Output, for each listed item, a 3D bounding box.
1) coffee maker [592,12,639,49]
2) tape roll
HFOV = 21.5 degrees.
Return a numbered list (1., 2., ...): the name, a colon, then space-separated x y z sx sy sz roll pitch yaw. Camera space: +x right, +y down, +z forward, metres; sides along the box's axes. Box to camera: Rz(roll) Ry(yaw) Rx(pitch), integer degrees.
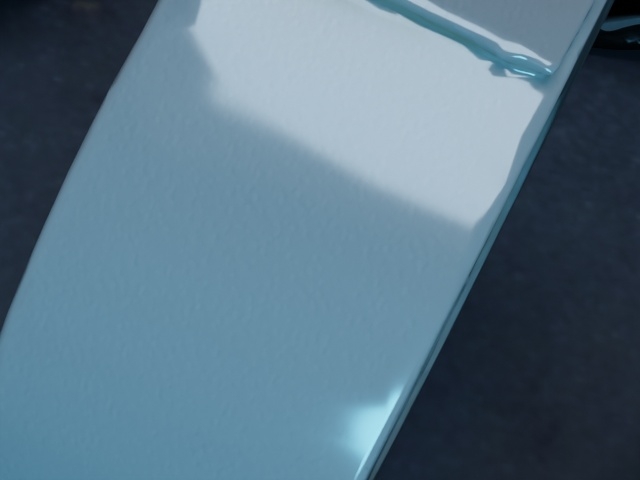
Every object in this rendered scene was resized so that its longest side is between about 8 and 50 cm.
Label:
1. coffee maker: 0.191 -0.171 0.804 0.178 0.120 0.171 12 52 -7
2. tape roll: 0.000 0.000 0.529 0.100 0.286 0.286 27 53 6
